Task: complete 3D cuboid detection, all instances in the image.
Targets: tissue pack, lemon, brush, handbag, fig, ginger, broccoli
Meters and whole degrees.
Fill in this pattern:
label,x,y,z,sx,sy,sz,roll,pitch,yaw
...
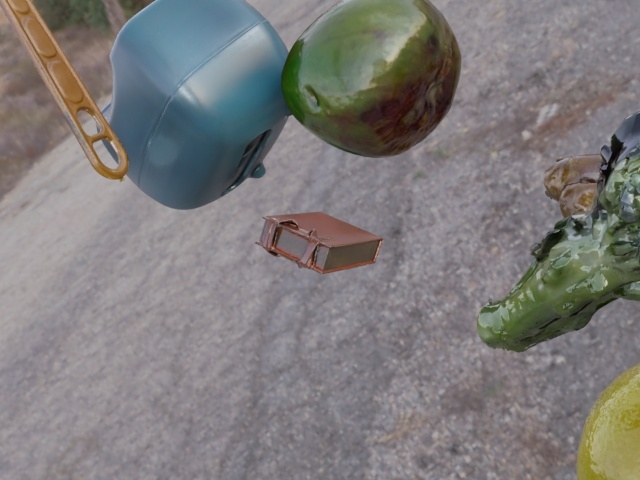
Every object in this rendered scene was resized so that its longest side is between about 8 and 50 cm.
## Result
label,x,y,z,sx,sy,sz,roll,pitch,yaw
tissue pack,-0.151,-0.164,1.092,0.198,0.206,0.287,-43,-4,-32
lemon,0.447,0.268,1.088,0.236,0.236,0.263,2,66,63
brush,-0.243,-0.185,0.708,0.017,0.314,0.090,-25,9,33
handbag,0.000,0.000,1.342,0.127,0.063,0.190,24,16,25
fig,0.053,-0.179,0.939,0.191,0.181,0.181,-3,28,18
ginger,0.326,-0.051,0.924,0.162,0.073,0.103,0,35,-1
broccoli,0.229,0.027,0.703,0.304,0.164,0.146,136,149,-56
